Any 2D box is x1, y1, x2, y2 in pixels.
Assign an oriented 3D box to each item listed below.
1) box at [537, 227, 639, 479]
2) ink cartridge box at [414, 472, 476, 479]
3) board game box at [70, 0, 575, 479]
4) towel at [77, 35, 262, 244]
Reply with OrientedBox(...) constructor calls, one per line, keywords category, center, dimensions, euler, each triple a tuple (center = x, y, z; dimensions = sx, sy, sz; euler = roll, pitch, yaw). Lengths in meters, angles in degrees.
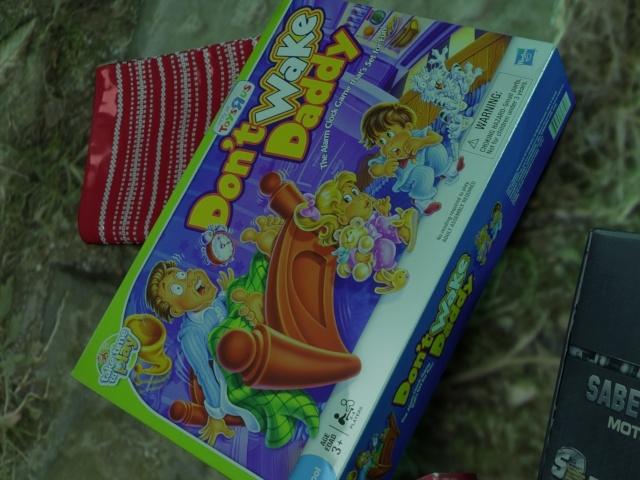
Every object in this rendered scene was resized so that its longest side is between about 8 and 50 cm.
OrientedBox(category="box", center=(0.224, 0.098, 0.438), dimensions=(0.233, 0.059, 0.183), euler=(16, 94, 59))
OrientedBox(category="ink cartridge box", center=(0.070, 0.245, 0.566), dimensions=(0.109, 0.063, 0.150), euler=(-29, 62, 24))
OrientedBox(category="board game box", center=(0.000, 0.000, 0.618), dimensions=(0.233, 0.078, 0.347), euler=(22, 79, 33))
OrientedBox(category="towel", center=(-0.123, -0.095, 0.805), dimensions=(0.275, 0.031, 0.198), euler=(-2, 78, 34))
